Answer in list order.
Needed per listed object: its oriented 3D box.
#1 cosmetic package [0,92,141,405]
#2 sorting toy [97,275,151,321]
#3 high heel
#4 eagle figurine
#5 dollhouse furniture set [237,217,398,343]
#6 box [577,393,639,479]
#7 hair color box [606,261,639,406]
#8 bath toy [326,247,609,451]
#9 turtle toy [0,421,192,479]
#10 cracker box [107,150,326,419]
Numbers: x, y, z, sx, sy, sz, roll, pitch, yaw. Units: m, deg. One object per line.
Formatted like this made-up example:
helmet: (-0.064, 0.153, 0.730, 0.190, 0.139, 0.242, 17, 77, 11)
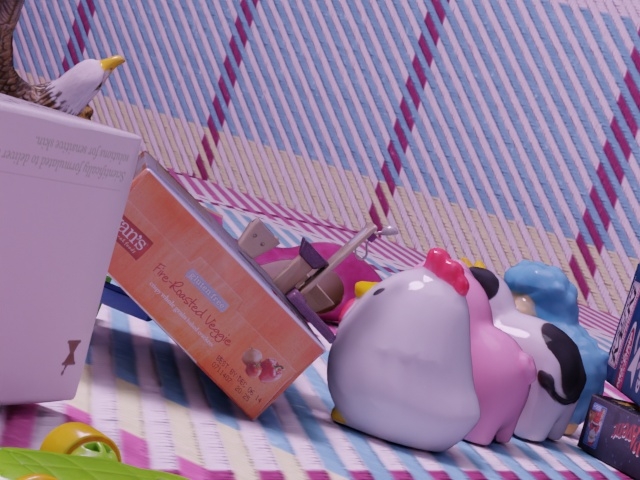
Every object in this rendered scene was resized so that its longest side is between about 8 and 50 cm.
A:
cosmetic package: (-0.304, -0.036, 0.880, 0.366, 0.155, 0.197, 16, 3, 22)
sorting toy: (-0.277, 0.002, 1.155, 0.348, 0.047, 0.196, 22, 0, -16)
high heel: (-0.034, 0.045, 1.579, 0.244, 0.082, 0.117, 28, 28, -22)
eagle figurine: (-0.275, -0.112, 1.514, 0.226, 0.225, 0.298, 29, 1, 23)
dollhouse furniture set: (0.000, 0.000, 1.129, 0.091, 0.081, 0.114, 48, -1, -8)
box: (0.310, 0.171, 1.220, 0.159, 0.044, 0.233, 15, 4, -24)
hair color box: (0.324, 0.097, 1.220, 0.174, 0.105, 0.347, 16, 3, -3)
bath toy: (0.103, 0.069, 1.230, 0.151, 0.129, 0.348, 18, 5, 24)
turtle toy: (-0.073, 0.099, 0.535, 0.130, 0.066, 0.095, 14, 4, -36)
cracker box: (-0.083, 0.022, 1.126, 0.156, 0.067, 0.232, 46, -1, -8)
